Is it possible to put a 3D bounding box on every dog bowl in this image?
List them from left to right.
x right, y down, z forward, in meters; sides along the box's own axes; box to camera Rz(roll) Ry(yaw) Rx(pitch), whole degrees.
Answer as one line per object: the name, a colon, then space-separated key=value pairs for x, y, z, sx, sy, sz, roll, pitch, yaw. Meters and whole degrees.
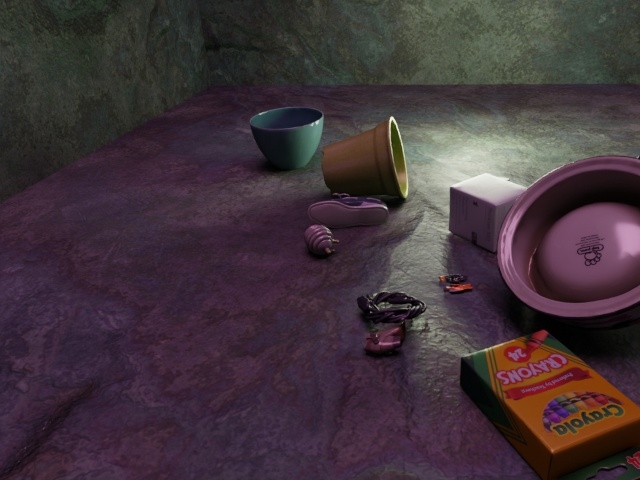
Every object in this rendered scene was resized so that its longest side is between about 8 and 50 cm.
dog bowl: x=0.613 y=0.018 z=1.301 sx=0.407 sy=0.150 sz=0.408 roll=-25 pitch=45 yaw=27

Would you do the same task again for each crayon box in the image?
crayon box: x=0.424 y=0.301 z=1.055 sx=0.202 sy=0.081 sz=0.318 roll=-14 pitch=30 yaw=-17

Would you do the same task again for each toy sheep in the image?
toy sheep: x=0.000 y=0.000 z=1.687 sx=0.091 sy=0.091 sz=0.132 roll=-18 pitch=36 yaw=-23

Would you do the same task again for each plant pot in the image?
plant pot: x=-0.125 y=-0.396 z=2.325 sx=0.289 sy=0.196 sz=0.290 roll=-4 pitch=28 yaw=2
plant pot: x=0.147 y=-0.257 z=1.992 sx=0.253 sy=0.276 sz=0.276 roll=-9 pitch=26 yaw=18

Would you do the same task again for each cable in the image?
cable: x=0.174 y=0.161 z=1.376 sx=0.150 sy=0.047 sz=0.184 roll=0 pitch=8 yaw=-16

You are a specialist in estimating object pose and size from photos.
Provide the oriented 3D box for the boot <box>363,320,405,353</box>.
boot: x=0.143 y=0.214 z=1.312 sx=0.086 sy=0.042 sz=0.118 roll=-8 pitch=15 yaw=18

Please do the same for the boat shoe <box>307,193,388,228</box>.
boat shoe: x=0.087 y=-0.099 z=1.842 sx=0.254 sy=0.095 sz=0.079 roll=-4 pitch=30 yaw=-1

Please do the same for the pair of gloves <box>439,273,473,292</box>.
pair of gloves: x=0.347 y=0.111 z=1.498 sx=0.074 sy=0.010 sz=0.083 roll=-5 pitch=25 yaw=2

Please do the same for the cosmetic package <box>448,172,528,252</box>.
cosmetic package: x=0.488 y=-0.083 z=1.686 sx=0.151 sy=0.152 sz=0.183 roll=-20 pitch=30 yaw=-25

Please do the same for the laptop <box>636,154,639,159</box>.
laptop: x=0.723 y=-0.039 z=1.427 sx=0.136 sy=0.265 sz=0.234 roll=2 pitch=44 yaw=-17

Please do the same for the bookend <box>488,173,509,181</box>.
bookend: x=0.579 y=-0.143 z=1.867 sx=0.156 sy=0.073 sz=0.157 roll=16 pitch=34 yaw=33
